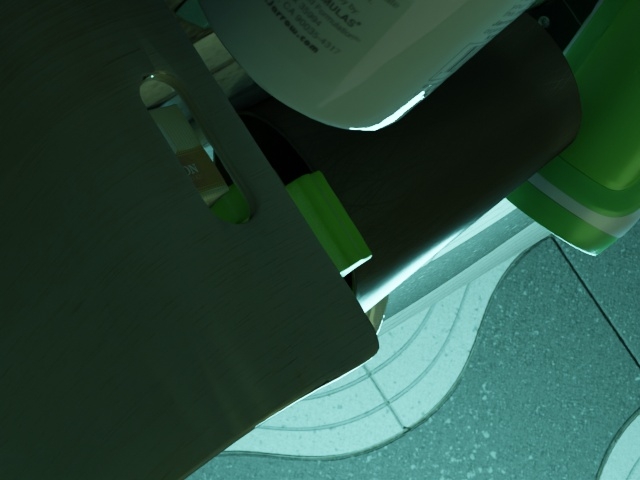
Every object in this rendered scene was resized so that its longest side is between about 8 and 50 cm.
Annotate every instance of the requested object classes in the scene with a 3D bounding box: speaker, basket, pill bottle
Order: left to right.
[{"bbox_3d":[0.060,-0.063,1.004,0.227,0.154,0.204,-33,153,-23],"label":"basket"},{"bbox_3d":[0.059,-0.159,0.579,0.229,0.131,0.131,-40,168,36],"label":"pill bottle"},{"bbox_3d":[0.259,-0.138,1.104,0.296,0.131,0.131,-55,165,13],"label":"speaker"}]

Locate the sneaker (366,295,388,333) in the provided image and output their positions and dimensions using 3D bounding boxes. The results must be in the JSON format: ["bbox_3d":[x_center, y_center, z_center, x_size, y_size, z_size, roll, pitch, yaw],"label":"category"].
[{"bbox_3d":[0.000,0.000,1.123,0.094,0.080,0.212,-17,118,-37],"label":"sneaker"}]

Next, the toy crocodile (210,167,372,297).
[{"bbox_3d":[-0.070,0.040,0.942,0.105,0.115,0.340,-30,180,-30],"label":"toy crocodile"}]

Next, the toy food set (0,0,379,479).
[{"bbox_3d":[-0.137,0.037,0.660,0.306,0.220,0.092,-40,168,35],"label":"toy food set"}]

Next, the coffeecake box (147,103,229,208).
[{"bbox_3d":[-0.166,0.006,0.859,0.142,0.068,0.185,-20,164,-48],"label":"coffeecake box"}]

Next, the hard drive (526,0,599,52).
[{"bbox_3d":[0.275,-0.190,1.305,0.339,0.064,0.237,-30,170,-20],"label":"hard drive"}]

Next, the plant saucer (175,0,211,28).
[{"bbox_3d":[0.002,-0.147,0.791,0.067,0.018,0.192,-40,167,36],"label":"plant saucer"}]
